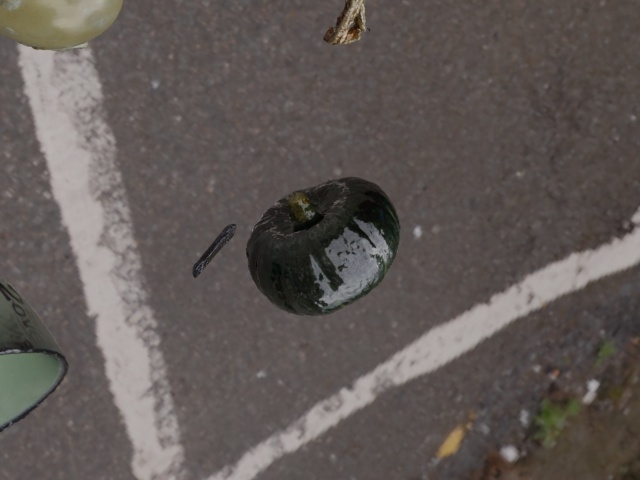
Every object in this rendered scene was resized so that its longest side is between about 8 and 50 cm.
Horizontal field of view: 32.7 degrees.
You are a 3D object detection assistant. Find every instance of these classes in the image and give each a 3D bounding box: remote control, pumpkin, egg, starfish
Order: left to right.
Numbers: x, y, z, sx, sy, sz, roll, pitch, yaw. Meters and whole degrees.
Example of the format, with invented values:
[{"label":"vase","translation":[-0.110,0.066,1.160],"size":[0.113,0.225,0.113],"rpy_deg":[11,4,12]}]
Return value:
[{"label":"egg","translation":[-0.339,-0.310,1.314],"size":[0.201,0.164,0.164],"rpy_deg":[11,116,-15]},{"label":"remote control","translation":[-0.156,0.013,1.581],"size":[0.096,0.014,0.039],"rpy_deg":[-52,174,-25]},{"label":"pumpkin","translation":[0.002,0.002,1.435],"size":[0.211,0.211,0.152],"rpy_deg":[-38,131,-22]},{"label":"starfish","translation":[0.032,-0.295,1.060],"size":[0.053,0.150,0.210],"rpy_deg":[-1,94,-14]}]

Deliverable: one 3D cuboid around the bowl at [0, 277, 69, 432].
[{"label":"bowl","translation":[-0.472,0.125,1.183],"size":[0.353,0.185,0.354],"rpy_deg":[-25,163,-8]}]
